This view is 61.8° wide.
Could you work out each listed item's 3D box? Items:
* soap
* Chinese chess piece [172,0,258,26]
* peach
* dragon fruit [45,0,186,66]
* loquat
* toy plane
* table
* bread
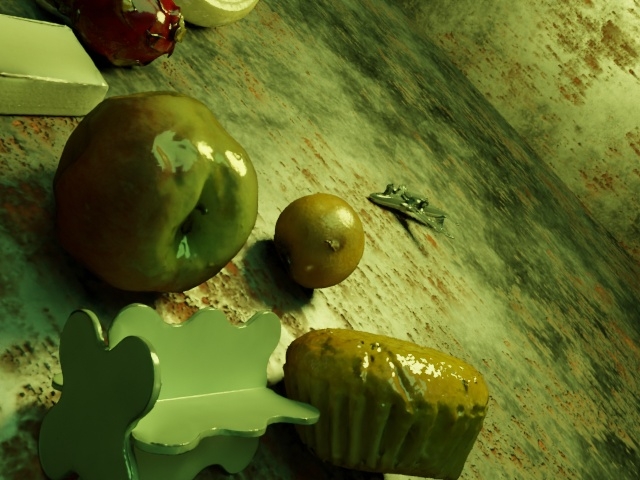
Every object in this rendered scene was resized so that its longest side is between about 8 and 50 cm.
[{"bbox_3d":[-0.371,-0.215,0.650,0.121,0.064,0.183,54,33,14],"label":"soap"},{"bbox_3d":[-0.224,-0.550,1.036,0.257,0.104,0.258,0,90,-47],"label":"Chinese chess piece"},{"bbox_3d":[-0.178,-0.061,0.592,0.214,0.214,0.235,15,26,-39],"label":"peach"},{"bbox_3d":[-0.329,-0.342,0.800,0.245,0.125,0.125,22,50,-9],"label":"dragon fruit"},{"bbox_3d":[0.000,0.000,0.768,0.141,0.141,0.141,29,36,-24],"label":"loquat"},{"bbox_3d":[0.199,-0.074,1.141,0.226,0.058,0.226,22,24,-33],"label":"toy plane"},{"bbox_3d":[-0.114,0.141,0.477,0.198,0.166,0.167,13,44,-52],"label":"table"},{"bbox_3d":[0.065,0.176,0.602,0.239,0.239,0.139,21,82,-33],"label":"bread"}]
